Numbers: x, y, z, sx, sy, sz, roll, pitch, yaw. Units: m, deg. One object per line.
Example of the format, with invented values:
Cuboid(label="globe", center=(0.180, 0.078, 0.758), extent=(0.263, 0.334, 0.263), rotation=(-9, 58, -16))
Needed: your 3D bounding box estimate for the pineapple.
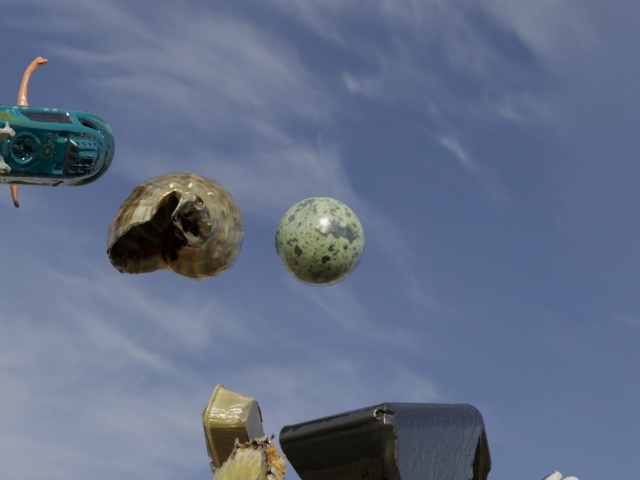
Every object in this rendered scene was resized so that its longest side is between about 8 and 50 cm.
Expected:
Cuboid(label="pineapple", center=(-0.105, 0.337, 1.310), extent=(0.047, 0.221, 0.221), rotation=(30, -49, -22))

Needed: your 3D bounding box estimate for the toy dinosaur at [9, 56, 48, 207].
Cuboid(label="toy dinosaur", center=(-0.485, -0.188, 1.785), extent=(0.101, 0.280, 0.055), rotation=(10, -27, 4))

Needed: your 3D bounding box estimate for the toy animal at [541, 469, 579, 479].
Cuboid(label="toy animal", center=(0.452, 0.465, 1.917), extent=(0.124, 0.085, 0.071), rotation=(-14, -85, 59))

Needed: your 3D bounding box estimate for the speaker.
Cuboid(label="speaker", center=(0.121, 0.339, 1.523), extent=(0.180, 0.184, 0.388), rotation=(-18, -18, 27))

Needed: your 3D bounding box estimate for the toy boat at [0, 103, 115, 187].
Cuboid(label="toy boat", center=(-0.430, -0.140, 1.677), extent=(0.092, 0.298, 0.134), rotation=(21, -76, 34))

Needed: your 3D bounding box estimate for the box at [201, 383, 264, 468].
Cuboid(label="box", center=(-0.155, 0.331, 1.799), extent=(0.111, 0.111, 0.177), rotation=(-1, -53, 10))

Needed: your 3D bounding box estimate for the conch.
Cuboid(label="conch", center=(-0.233, -0.038, 1.692), extent=(0.210, 0.159, 0.291), rotation=(-4, -27, 2))

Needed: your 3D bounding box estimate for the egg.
Cuboid(label="egg", center=(0.000, 0.000, 1.555), extent=(0.132, 0.172, 0.132), rotation=(1, -79, 4))
